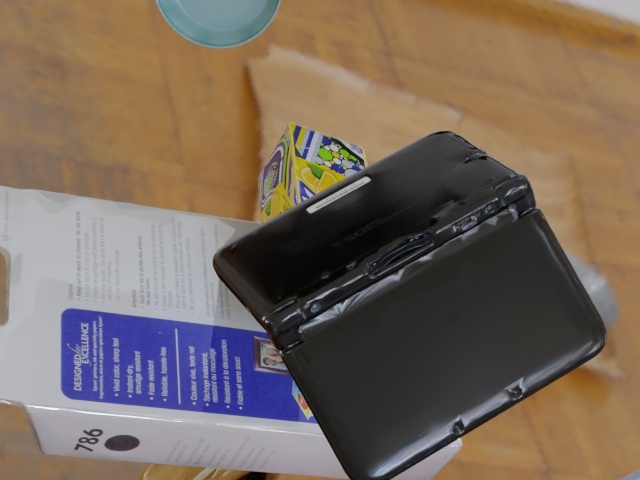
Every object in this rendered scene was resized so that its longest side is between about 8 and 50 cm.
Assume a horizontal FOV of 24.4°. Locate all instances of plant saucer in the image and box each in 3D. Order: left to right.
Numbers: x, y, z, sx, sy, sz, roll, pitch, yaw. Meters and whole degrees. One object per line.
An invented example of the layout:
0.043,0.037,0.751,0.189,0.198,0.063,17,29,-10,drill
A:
-0.091,-0.233,1.324,0.119,0.119,0.021,31,20,-2,plant saucer

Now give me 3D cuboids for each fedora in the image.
-0.120,0.238,1.409,0.079,0.194,0.194,46,37,20,fedora

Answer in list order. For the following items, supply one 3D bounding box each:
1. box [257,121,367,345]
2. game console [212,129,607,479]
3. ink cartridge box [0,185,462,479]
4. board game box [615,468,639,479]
0.000,0.000,0.930,0.059,0.054,0.169,17,35,-19,box
0.034,0.023,0.607,0.122,0.071,0.107,-29,32,-13,game console
-0.078,0.062,0.956,0.333,0.065,0.165,10,52,-21,ink cartridge box
0.181,0.329,0.915,0.242,0.064,0.316,-19,87,-20,board game box
